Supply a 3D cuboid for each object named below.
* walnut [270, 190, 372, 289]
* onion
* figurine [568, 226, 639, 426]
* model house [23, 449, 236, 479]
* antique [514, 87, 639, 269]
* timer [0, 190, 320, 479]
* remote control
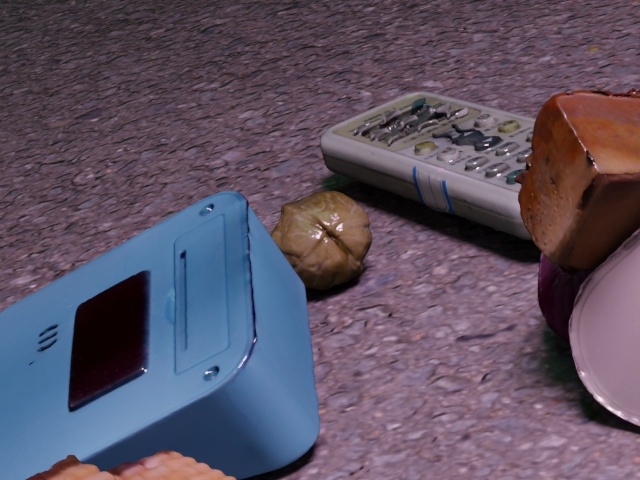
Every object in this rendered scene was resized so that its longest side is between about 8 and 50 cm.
[{"bbox_3d":[0.000,0.000,1.414,0.092,0.092,0.092,-13,22,5],"label":"walnut"},{"bbox_3d":[0.202,0.025,1.210,0.115,0.104,0.115,-22,51,30],"label":"onion"},{"bbox_3d":[0.292,0.029,1.102,0.250,0.167,0.141,-15,-2,32],"label":"figurine"},{"bbox_3d":[-0.064,0.203,0.885,0.172,0.167,0.183,16,19,27],"label":"model house"},{"bbox_3d":[0.272,-0.046,1.164,0.309,0.087,0.093,-3,48,-28],"label":"antique"},{"bbox_3d":[-0.134,0.098,1.240,0.250,0.091,0.232,-25,33,12],"label":"timer"},{"bbox_3d":[0.130,-0.062,1.496,0.128,0.066,0.335,-27,25,-22],"label":"remote control"}]
